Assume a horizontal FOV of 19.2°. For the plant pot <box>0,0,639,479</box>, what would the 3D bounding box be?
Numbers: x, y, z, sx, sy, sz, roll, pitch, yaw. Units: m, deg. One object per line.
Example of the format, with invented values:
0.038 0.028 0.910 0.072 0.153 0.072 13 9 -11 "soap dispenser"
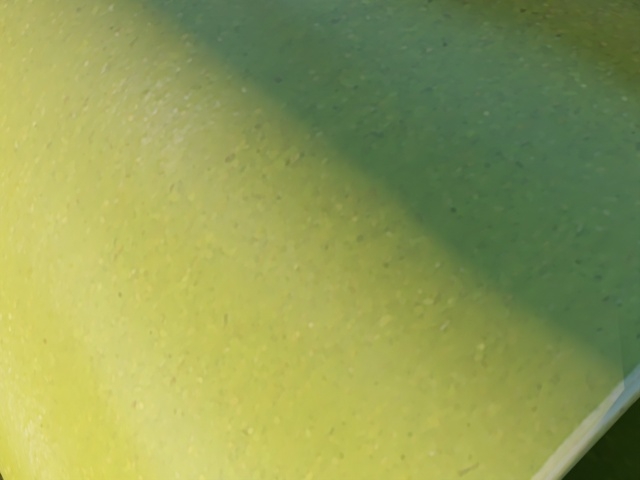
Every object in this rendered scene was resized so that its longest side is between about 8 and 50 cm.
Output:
0.000 0.000 0.539 0.275 0.275 0.293 -48 61 1 "plant pot"
